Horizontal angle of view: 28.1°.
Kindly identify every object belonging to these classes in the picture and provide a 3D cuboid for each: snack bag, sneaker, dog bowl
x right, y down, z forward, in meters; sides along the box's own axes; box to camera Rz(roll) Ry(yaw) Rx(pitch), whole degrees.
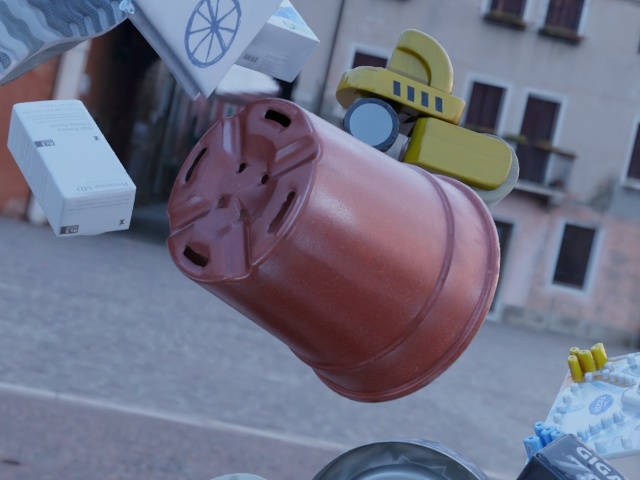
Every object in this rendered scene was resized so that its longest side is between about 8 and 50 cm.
[{"bbox_3d":[-0.111,-0.360,1.376,0.037,0.323,0.342,29,-13,32],"label":"snack bag"},{"bbox_3d":[-0.327,-0.251,1.447,0.281,0.105,0.115,-30,11,-12],"label":"sneaker"},{"bbox_3d":[0.133,0.462,1.954,0.349,0.348,0.102,13,11,15],"label":"dog bowl"}]

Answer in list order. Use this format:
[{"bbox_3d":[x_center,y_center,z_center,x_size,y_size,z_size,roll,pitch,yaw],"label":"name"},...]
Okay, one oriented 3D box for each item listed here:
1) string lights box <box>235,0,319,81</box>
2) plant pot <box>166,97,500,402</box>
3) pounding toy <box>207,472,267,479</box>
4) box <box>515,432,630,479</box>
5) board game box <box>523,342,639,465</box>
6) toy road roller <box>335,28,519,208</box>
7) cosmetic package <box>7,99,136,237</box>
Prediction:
[{"bbox_3d":[-0.123,-0.337,1.762,0.133,0.076,0.259,12,35,-45],"label":"string lights box"},{"bbox_3d":[0.000,0.000,1.330,0.272,0.272,0.265,14,-13,47],"label":"plant pot"},{"bbox_3d":[-0.105,0.397,1.539,0.183,0.110,0.237,-27,28,-3],"label":"pounding toy"},{"bbox_3d":[0.220,0.353,0.992,0.295,0.293,0.073,39,30,23],"label":"box"},{"bbox_3d":[0.539,0.225,2.013,0.390,0.050,0.390,-15,11,26],"label":"board game box"},{"bbox_3d":[0.185,-0.204,2.155,0.330,0.240,0.202,21,-11,-1],"label":"toy road roller"},{"bbox_3d":[-0.374,-0.111,1.909,0.117,0.085,0.231,-10,44,-32],"label":"cosmetic package"}]
